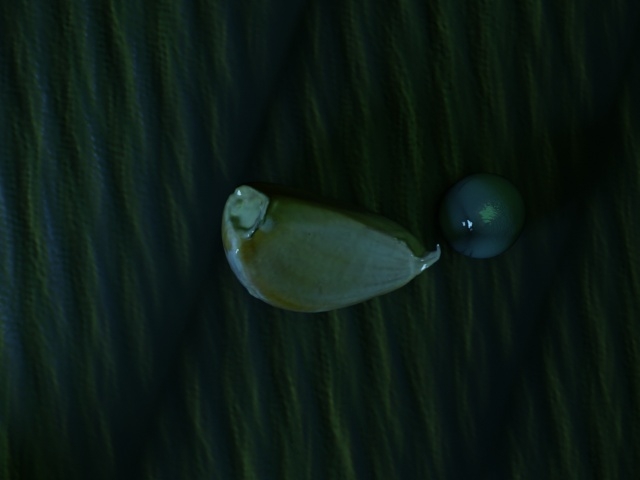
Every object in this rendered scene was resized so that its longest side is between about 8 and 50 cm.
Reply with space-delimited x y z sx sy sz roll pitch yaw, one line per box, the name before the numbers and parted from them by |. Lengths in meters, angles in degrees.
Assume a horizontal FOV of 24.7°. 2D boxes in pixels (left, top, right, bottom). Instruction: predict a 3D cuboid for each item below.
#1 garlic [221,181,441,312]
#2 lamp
garlic | 0.000 0.005 1.669 0.245 0.164 0.145 11 70 -16
lamp | 0.191 -0.030 1.734 0.105 0.105 0.105 0 89 -11
